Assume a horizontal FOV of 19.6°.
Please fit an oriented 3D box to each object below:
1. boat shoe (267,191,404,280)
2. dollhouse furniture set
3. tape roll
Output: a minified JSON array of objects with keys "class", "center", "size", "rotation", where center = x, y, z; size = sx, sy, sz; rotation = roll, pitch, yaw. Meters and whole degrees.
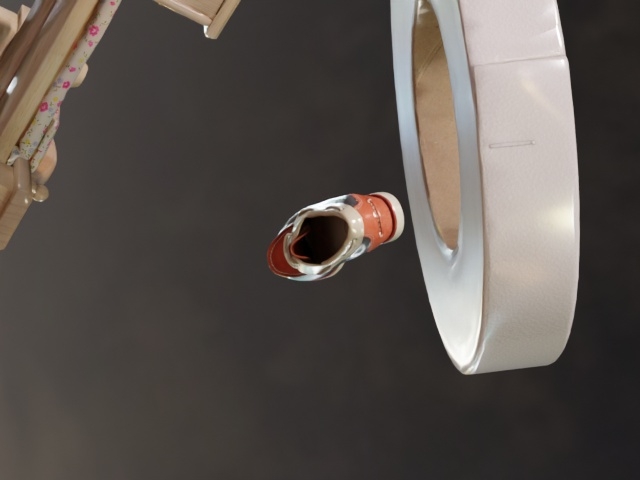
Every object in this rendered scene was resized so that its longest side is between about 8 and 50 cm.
[{"class":"boat shoe","center":[0.000,0.000,1.208],"size":[0.137,0.043,0.049],"rotation":[-21,-92,55]},{"class":"dollhouse furniture set","center":[-0.098,-0.176,1.247],"size":[0.303,0.174,0.355],"rotation":[-57,-157,22]},{"class":"tape roll","center":[0.119,-0.091,1.414],"size":[0.392,0.072,0.392],"rotation":[174,-90,-85]}]
